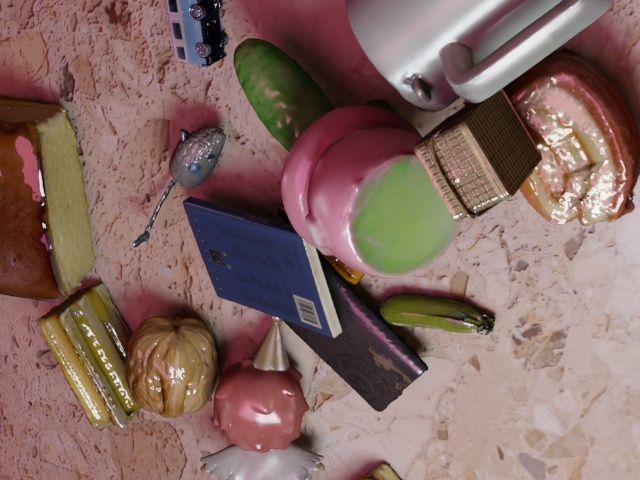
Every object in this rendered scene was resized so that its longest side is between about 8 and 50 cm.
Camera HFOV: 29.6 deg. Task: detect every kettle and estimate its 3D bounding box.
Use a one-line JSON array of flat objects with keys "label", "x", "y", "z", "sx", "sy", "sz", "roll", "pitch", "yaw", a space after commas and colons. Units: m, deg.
[{"label": "kettle", "x": 0.199, "y": -0.311, "z": 1.456, "sx": 0.318, "sy": 0.265, "sz": 0.205, "roll": -33, "pitch": 100, "yaw": 34}]

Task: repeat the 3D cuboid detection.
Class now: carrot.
[{"label": "carrot", "x": 0.000, "y": 0.000, "z": 1.850, "sx": 0.170, "sy": 0.042, "sz": 0.042, "roll": 41, "pitch": 126, "yaw": 4}]

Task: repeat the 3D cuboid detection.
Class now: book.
[{"label": "book", "x": -0.091, "y": 0.038, "z": 1.853, "sx": 0.269, "sy": 0.025, "sz": 0.191, "roll": 16, "pitch": 134, "yaw": 42}]

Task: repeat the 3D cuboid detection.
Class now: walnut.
[{"label": "walnut", "x": -0.250, "y": 0.215, "z": 2.027, "sx": 0.155, "sy": 0.155, "sz": 0.184, "roll": 18, "pitch": 123, "yaw": 20}]

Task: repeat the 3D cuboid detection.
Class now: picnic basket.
[{"label": "picnic basket", "x": 0.194, "y": -0.106, "z": 1.472, "sx": 0.079, "sy": 0.164, "sz": 0.115, "roll": -26, "pitch": 99, "yaw": 33}]

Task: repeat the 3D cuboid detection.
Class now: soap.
[{"label": "soap", "x": -0.383, "y": 0.204, "z": 2.098, "sx": 0.076, "sy": 0.135, "sz": 0.233, "roll": -21, "pitch": 103, "yaw": 34}]

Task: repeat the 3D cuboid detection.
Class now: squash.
[{"label": "squash", "x": 0.172, "y": 0.111, "z": 1.809, "sx": 0.183, "sy": 0.052, "sz": 0.052, "roll": 9, "pitch": 118, "yaw": 26}]

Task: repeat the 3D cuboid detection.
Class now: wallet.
[{"label": "wallet", "x": 0.013, "y": 0.126, "z": 1.887, "sx": 0.321, "sy": 0.044, "sz": 0.170, "roll": 44, "pitch": 141, "yaw": 3}]

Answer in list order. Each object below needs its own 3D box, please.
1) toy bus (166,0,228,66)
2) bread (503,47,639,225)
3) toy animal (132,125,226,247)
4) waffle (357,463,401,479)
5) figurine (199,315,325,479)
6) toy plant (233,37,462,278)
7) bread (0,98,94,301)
[{"label": "toy bus", "x": -0.185, "y": -0.323, "z": 1.777, "sx": 0.074, "sy": 0.060, "sz": 0.123, "roll": 9, "pitch": 120, "yaw": 28}, {"label": "bread", "x": 0.320, "y": -0.125, "z": 1.568, "sx": 0.190, "sy": 0.123, "sz": 0.244, "roll": -36, "pitch": 96, "yaw": 35}, {"label": "toy animal", "x": -0.224, "y": -0.095, "z": 1.899, "sx": 0.253, "sy": 0.079, "sz": 0.070, "roll": -48, "pitch": 65, "yaw": 35}, {"label": "waffle", "x": 0.137, "y": 0.575, "z": 2.020, "sx": 0.376, "sy": 0.114, "sz": 0.261, "roll": 48, "pitch": 127, "yaw": -1}, {"label": "figurine", "x": -0.096, "y": 0.297, "z": 1.981, "sx": 0.206, "sy": 0.166, "sz": 0.387, "roll": 0, "pitch": 106, "yaw": 7}, {"label": "toy plant", "x": 0.032, "y": -0.108, "z": 1.617, "sx": 0.210, "sy": 0.356, "sz": 0.317, "roll": -31, "pitch": 121, "yaw": -2}, {"label": "bread", "x": -0.560, "y": -0.076, "z": 2.050, "sx": 0.333, "sy": 0.143, "sz": 0.324, "roll": 7, "pitch": 118, "yaw": 25}]
